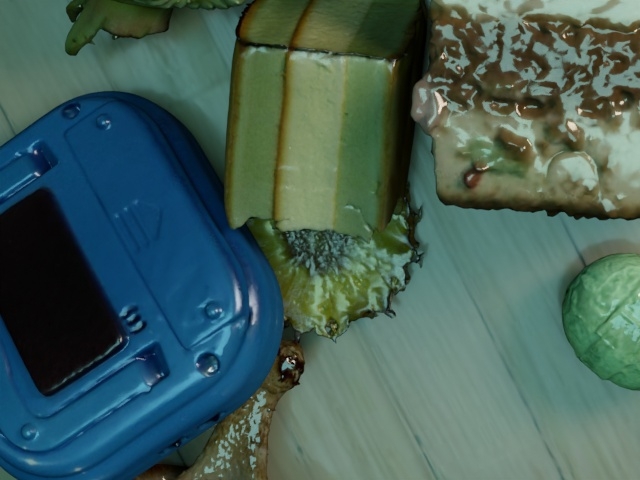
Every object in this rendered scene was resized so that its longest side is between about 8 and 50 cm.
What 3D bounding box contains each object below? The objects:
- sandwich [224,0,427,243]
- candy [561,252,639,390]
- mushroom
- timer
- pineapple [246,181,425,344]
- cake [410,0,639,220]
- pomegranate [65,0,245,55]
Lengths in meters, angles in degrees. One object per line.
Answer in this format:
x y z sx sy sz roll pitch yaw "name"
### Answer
0.008 -0.119 1.397 0.155 0.227 0.198 8 118 9 "sandwich"
0.400 0.173 1.378 0.440 0.119 0.119 40 100 10 "candy"
-0.083 0.191 1.460 0.227 0.148 0.217 13 94 -4 "mushroom"
-0.215 0.045 1.424 0.309 0.115 0.340 -34 70 9 "timer"
0.000 0.000 1.474 0.221 0.047 0.221 1 95 11 "pineapple"
0.223 -0.174 1.313 0.256 0.282 0.290 6 101 14 "cake"
-0.141 -0.301 1.363 0.260 0.260 0.340 38 125 2 "pomegranate"
